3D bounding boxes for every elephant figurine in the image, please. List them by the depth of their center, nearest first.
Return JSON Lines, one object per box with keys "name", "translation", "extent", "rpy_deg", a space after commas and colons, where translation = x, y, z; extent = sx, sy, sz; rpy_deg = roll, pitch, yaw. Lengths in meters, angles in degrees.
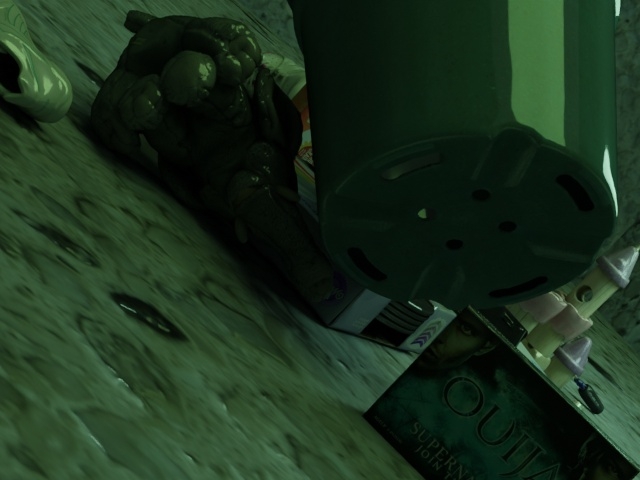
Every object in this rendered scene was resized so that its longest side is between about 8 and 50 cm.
{"name": "elephant figurine", "translation": [-0.083, -0.078, 1.375], "extent": [0.169, 0.186, 0.239], "rpy_deg": [-7, -45, 41]}

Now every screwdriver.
{"name": "screwdriver", "translation": [0.375, 0.198, 2.301], "extent": [0.170, 0.025, 0.024], "rpy_deg": [49, 12, -19]}

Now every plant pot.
{"name": "plant pot", "translation": [0.125, -0.139, 1.390], "extent": [0.341, 0.341, 0.334], "rpy_deg": [36, 42, -38]}

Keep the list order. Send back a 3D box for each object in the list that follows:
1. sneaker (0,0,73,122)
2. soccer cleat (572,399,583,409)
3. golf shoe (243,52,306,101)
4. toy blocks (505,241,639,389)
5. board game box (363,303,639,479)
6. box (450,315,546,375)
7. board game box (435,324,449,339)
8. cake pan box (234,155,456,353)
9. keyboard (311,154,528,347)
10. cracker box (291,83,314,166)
{"name": "sneaker", "translation": [-0.255, -0.156, 1.203], "extent": [0.152, 0.053, 0.061], "rpy_deg": [47, 12, 21]}
{"name": "soccer cleat", "translation": [0.323, 0.223, 1.994], "extent": [0.029, 0.035, 0.083], "rpy_deg": [46, 9, 18]}
{"name": "golf shoe", "translation": [-0.058, -0.211, 2.221], "extent": [0.140, 0.115, 0.306], "rpy_deg": [31, 3, -6]}
{"name": "toy blocks", "translation": [0.305, 0.021, 2.150], "extent": [0.288, 0.260, 0.309], "rpy_deg": [48, 10, 35]}
{"name": "board game box", "translation": [0.143, 0.158, 1.213], "extent": [0.186, 0.126, 0.026], "rpy_deg": [44, 9, 10]}
{"name": "box", "translation": [0.189, 0.100, 1.822], "extent": [0.186, 0.038, 0.145], "rpy_deg": [56, 13, 23]}
{"name": "board game box", "translation": [0.073, 0.022, 1.885], "extent": [0.281, 0.027, 0.145], "rpy_deg": [46, 8, 17]}
{"name": "cake pan box", "translation": [0.000, 0.000, 1.543], "extent": [0.267, 0.070, 0.246], "rpy_deg": [47, 12, 26]}
{"name": "keyboard", "translation": [0.116, 0.002, 1.737], "extent": [0.317, 0.033, 0.201], "rpy_deg": [48, 21, 3]}
{"name": "cracker box", "translation": [0.054, -0.114, 2.030], "extent": [0.232, 0.155, 0.067], "rpy_deg": [40, 9, -24]}
